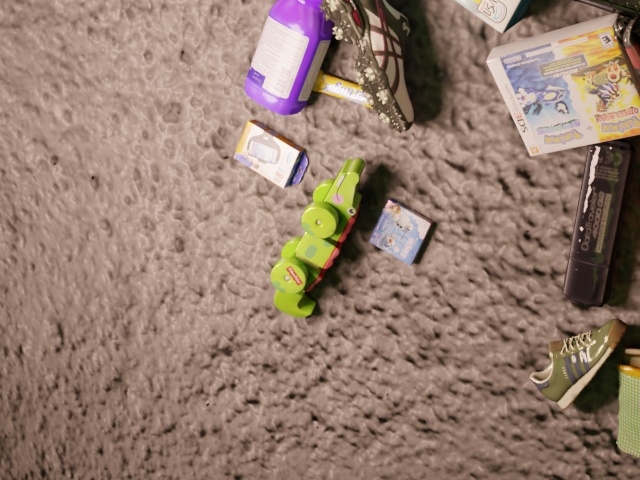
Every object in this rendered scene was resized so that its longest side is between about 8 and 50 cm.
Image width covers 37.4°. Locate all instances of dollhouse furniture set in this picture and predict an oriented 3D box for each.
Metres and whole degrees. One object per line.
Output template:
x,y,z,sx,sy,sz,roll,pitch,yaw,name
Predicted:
0.598,0.282,1.452,0.302,0.151,0.197,3,104,27,dollhouse furniture set

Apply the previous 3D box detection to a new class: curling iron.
0.498,-0.218,1.369,0.035,0.068,0.274,-7,132,48,curling iron

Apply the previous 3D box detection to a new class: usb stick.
0.445,-0.026,1.513,0.077,0.045,0.278,16,110,30,usb stick

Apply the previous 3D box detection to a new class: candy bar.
0.060,-0.260,1.664,0.161,0.018,0.040,22,112,21,candy bar

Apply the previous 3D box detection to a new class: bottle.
-0.039,-0.364,1.643,0.118,0.092,0.283,34,116,25,bottle

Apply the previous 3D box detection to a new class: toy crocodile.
0.000,0.000,1.710,0.105,0.115,0.340,28,118,-3,toy crocodile

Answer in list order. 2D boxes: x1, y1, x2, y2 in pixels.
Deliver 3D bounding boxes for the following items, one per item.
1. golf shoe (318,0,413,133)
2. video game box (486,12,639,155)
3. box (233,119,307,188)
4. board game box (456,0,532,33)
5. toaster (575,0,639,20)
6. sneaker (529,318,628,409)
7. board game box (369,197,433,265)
0.108,-0.313,1.568,0.120,0.105,0.273,-29,104,-13,golf shoe
0.381,-0.230,1.436,0.205,0.048,0.187,-10,126,38,video game box
-0.091,-0.158,1.762,0.136,0.028,0.081,33,115,18,box
0.213,-0.517,1.436,0.336,0.079,0.254,38,138,13,board game box
0.455,-0.409,1.369,0.186,0.110,0.168,24,112,20,toaster
0.420,0.191,1.569,0.086,0.064,0.192,34,119,10,sneaker
0.143,-0.016,1.683,0.090,0.020,0.090,30,115,16,board game box
